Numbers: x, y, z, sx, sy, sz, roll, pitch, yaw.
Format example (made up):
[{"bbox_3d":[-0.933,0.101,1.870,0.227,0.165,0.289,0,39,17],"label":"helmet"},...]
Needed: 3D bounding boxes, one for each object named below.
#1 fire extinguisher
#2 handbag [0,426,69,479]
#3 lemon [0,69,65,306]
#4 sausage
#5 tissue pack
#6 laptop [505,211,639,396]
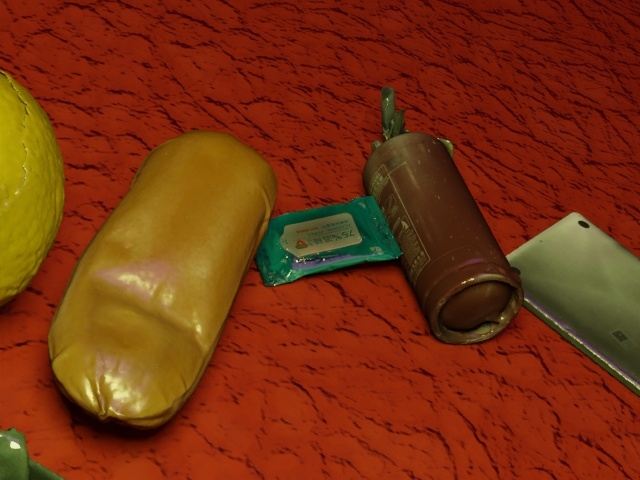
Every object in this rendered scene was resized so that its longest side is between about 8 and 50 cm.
[{"bbox_3d":[0.106,-0.030,1.554,0.105,0.104,0.269,3,42,-25],"label":"fire extinguisher"},{"bbox_3d":[-0.189,0.221,0.938,0.247,0.260,0.079,33,37,-9],"label":"handbag"},{"bbox_3d":[-0.303,-0.042,1.270,0.204,0.204,0.260,12,40,-16],"label":"lemon"},{"bbox_3d":[-0.135,0.037,1.336,0.134,0.116,0.354,35,39,-9],"label":"sausage"},{"bbox_3d":[0.000,0.000,1.512,0.138,0.028,0.085,-13,51,-14],"label":"tissue pack"},{"bbox_3d":[0.316,0.078,1.610,0.269,0.015,0.188,39,39,19],"label":"laptop"}]
